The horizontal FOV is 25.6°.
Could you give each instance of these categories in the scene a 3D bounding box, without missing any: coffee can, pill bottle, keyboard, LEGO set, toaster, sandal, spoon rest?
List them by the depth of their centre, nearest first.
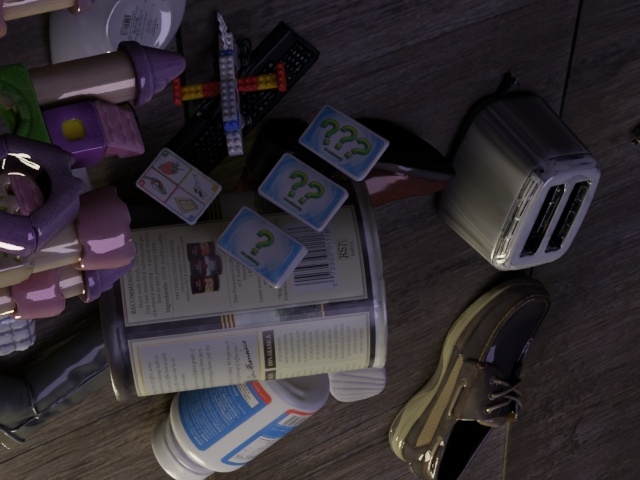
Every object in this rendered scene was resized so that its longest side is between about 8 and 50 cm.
[{"bbox_3d":[-0.205,-0.155,1.321,0.137,0.084,0.276,0,116,-41],"label":"spoon rest"},{"bbox_3d":[-0.084,-0.096,1.358,0.182,0.244,0.060,-52,162,-9],"label":"LEGO set"},{"bbox_3d":[-0.082,0.049,1.445,0.275,0.202,0.202,-6,137,-5],"label":"coffee can"},{"bbox_3d":[-0.083,-0.137,1.457,0.192,0.038,0.100,-47,142,11],"label":"keyboard"},{"bbox_3d":[0.242,-0.072,1.699,0.129,0.146,0.227,-9,134,-34],"label":"toaster"},{"bbox_3d":[-0.103,0.203,1.705,0.221,0.124,0.124,-39,147,30],"label":"pill bottle"},{"bbox_3d":[0.027,0.115,1.783,0.102,0.076,0.265,-14,145,-3],"label":"sandal"}]

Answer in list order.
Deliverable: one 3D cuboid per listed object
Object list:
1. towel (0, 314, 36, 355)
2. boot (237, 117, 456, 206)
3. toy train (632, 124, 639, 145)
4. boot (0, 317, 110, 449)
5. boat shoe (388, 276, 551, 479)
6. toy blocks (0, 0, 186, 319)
[{"bbox_3d":[-0.409,0.016,1.289,0.283,0.121,0.235,-17,137,-23],"label":"towel"},{"bbox_3d":[0.000,0.000,1.620,0.264,0.096,0.280,-5,133,-36],"label":"boot"},{"bbox_3d":[0.476,-0.180,1.866,0.158,0.036,0.027,-46,142,11],"label":"toy train"},{"bbox_3d":[-0.287,0.136,1.546,0.208,0.076,0.190,-29,157,0],"label":"boot"},{"bbox_3d":[0.234,0.210,2.000,0.132,0.130,0.355,1,128,-40],"label":"boat shoe"},{"bbox_3d":[-0.212,-0.105,1.099,0.260,0.289,0.309,-14,167,-23],"label":"toy blocks"}]
